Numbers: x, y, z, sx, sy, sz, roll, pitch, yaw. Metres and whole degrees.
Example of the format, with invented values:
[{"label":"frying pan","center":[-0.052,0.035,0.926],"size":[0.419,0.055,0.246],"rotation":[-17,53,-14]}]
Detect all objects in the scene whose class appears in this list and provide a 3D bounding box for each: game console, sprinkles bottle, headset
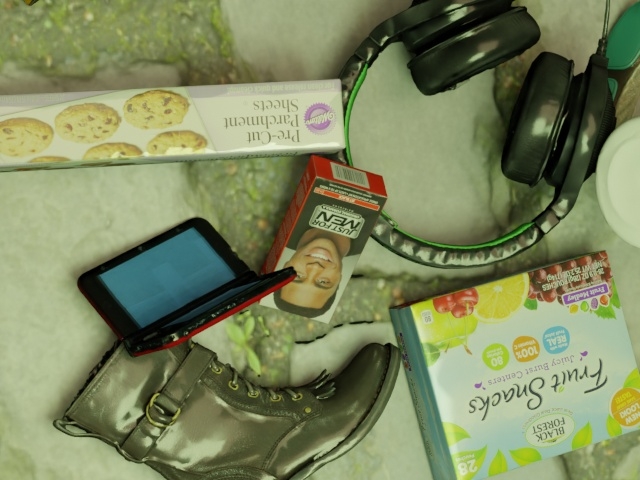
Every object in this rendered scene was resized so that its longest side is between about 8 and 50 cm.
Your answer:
[{"label":"game console","center":[-0.115,0.032,1.566],"size":[0.144,0.124,0.085],"rotation":[-29,95,-30]},{"label":"sprinkles bottle","center":[0.413,-0.066,1.690],"size":[0.355,0.121,0.121],"rotation":[-7,88,-41]},{"label":"headset","center":[0.179,-0.149,1.694],"size":[0.243,0.185,0.394],"rotation":[44,91,1]}]

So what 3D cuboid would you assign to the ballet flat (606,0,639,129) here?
[{"label":"ballet flat","center":[0.294,-0.153,1.767],"size":[0.052,0.057,0.168],"rotation":[34,79,-41]}]

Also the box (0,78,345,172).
[{"label":"box","center":[-0.142,-0.100,1.588],"size":[0.324,0.063,0.067],"rotation":[-3,88,-9]}]

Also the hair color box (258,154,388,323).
[{"label":"hair color box","center":[0.000,0.000,1.622],"size":[0.072,0.043,0.141],"rotation":[16,119,-15]}]

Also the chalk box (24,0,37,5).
[{"label":"chalk box","center":[-0.207,-0.329,1.575],"size":[0.213,0.132,0.132],"rotation":[-44,99,-17]}]

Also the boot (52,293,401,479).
[{"label":"boot","center":[-0.077,0.128,1.607],"size":[0.229,0.091,0.263],"rotation":[42,68,-2]}]

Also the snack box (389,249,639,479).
[{"label":"snack box","center":[0.187,0.118,1.696],"size":[0.207,0.070,0.174],"rotation":[-14,90,-17]}]
